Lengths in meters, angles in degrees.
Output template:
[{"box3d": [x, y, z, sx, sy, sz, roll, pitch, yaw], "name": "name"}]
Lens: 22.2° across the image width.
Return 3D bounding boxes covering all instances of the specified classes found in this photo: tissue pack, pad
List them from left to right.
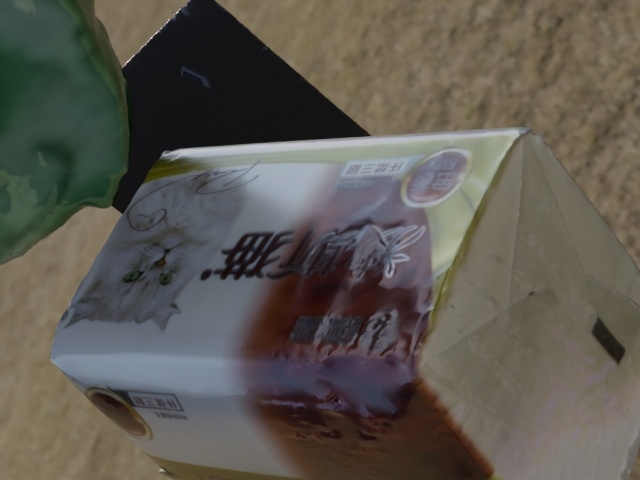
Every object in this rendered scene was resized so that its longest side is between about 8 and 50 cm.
[{"box3d": [0.000, 0.000, 0.819, 0.159, 0.265, 0.009, -35, 21, 45], "name": "pad"}, {"box3d": [0.012, 0.033, 0.498, 0.149, 0.106, 0.099, -1, 52, 43], "name": "tissue pack"}]

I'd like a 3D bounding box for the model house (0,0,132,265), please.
[{"box3d": [-0.251, -0.106, 0.617, 0.267, 0.194, 0.325, -33, 46, -3], "name": "model house"}]
